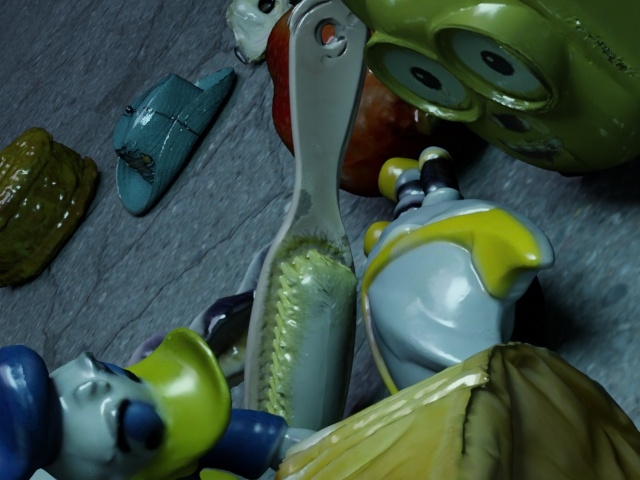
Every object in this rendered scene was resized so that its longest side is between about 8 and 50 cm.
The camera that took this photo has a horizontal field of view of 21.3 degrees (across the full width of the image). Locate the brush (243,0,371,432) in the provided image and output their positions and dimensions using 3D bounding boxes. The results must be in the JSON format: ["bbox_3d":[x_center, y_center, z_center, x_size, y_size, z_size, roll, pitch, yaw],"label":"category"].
[{"bbox_3d":[0.002,0.000,1.063,0.067,0.072,0.312,-141,54,-63],"label":"brush"}]

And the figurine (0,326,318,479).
[{"bbox_3d":[-0.092,0.167,0.959,0.284,0.338,0.204,5,61,24],"label":"figurine"}]

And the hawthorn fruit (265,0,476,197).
[{"bbox_3d":[0.046,-0.113,1.227,0.169,0.169,0.188,-55,21,-5],"label":"hawthorn fruit"}]

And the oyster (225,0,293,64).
[{"bbox_3d":[-0.063,-0.237,1.782,0.146,0.045,0.121,0,52,55],"label":"oyster"}]

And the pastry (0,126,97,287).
[{"bbox_3d":[-0.345,-0.040,1.963,0.189,0.103,0.188,-43,23,23],"label":"pastry"}]

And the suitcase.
[{"bbox_3d":[0.131,-0.130,0.971,0.143,0.235,0.194,-58,22,-14],"label":"suitcase"}]

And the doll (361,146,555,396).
[{"bbox_3d":[0.077,0.026,1.030,0.145,0.103,0.316,-52,16,11],"label":"doll"}]

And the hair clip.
[{"bbox_3d":[-0.079,0.091,1.181,0.257,0.075,0.146,-32,-20,-24],"label":"hair clip"}]

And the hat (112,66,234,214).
[{"bbox_3d":[-0.168,-0.124,1.773,0.138,0.078,0.191,-6,50,59],"label":"hat"}]

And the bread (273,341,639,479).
[{"bbox_3d":[0.062,0.185,0.673,0.156,0.204,0.288,-36,31,26],"label":"bread"}]
